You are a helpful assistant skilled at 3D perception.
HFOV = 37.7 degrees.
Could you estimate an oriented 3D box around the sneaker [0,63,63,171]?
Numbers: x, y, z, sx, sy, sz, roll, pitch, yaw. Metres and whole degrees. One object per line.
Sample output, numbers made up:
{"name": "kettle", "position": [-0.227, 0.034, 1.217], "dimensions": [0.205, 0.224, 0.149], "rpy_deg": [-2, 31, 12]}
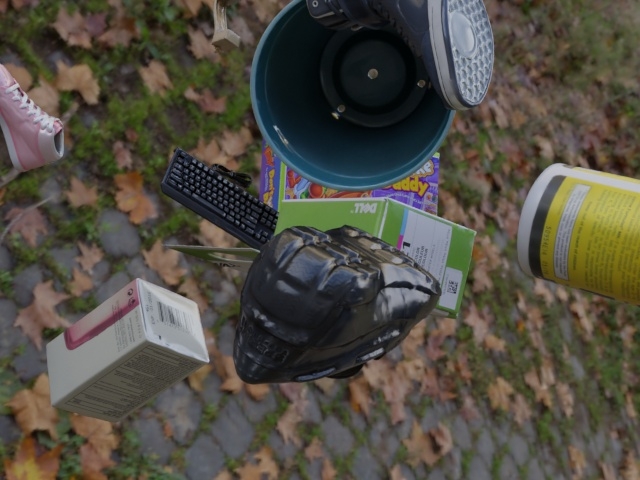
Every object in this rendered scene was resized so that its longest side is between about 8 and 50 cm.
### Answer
{"name": "sneaker", "position": [-0.344, -0.150, 1.108], "dimensions": [0.051, 0.070, 0.134], "rpy_deg": [-73, 151, -66]}

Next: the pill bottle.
{"name": "pill bottle", "position": [0.304, 0.004, 0.887], "dimensions": [0.119, 0.209, 0.119], "rpy_deg": [-28, 126, -47]}

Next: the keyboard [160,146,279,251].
{"name": "keyboard", "position": [-0.130, -0.065, 1.296], "dimensions": [0.180, 0.023, 0.108], "rpy_deg": [33, 45, -22]}

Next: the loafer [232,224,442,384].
{"name": "loafer", "position": [0.011, 0.037, 0.533], "dimensions": [0.076, 0.078, 0.223], "rpy_deg": [34, 11, 17]}

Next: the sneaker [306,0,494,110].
{"name": "sneaker", "position": [0.073, -0.209, 0.911], "dimensions": [0.086, 0.163, 0.226], "rpy_deg": [10, 66, -48]}

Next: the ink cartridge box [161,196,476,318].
{"name": "ink cartridge box", "position": [0.000, 0.000, 0.956], "dimensions": [0.255, 0.189, 0.097], "rpy_deg": [19, 81, -34]}

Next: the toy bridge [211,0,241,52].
{"name": "toy bridge", "position": [-0.114, -0.331, 1.252], "dimensions": [0.026, 0.063, 0.188], "rpy_deg": [31, 66, -38]}

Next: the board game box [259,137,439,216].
{"name": "board game box", "position": [0.056, -0.076, 1.722], "dimensions": [0.347, 0.078, 0.233], "rpy_deg": [9, 78, -31]}

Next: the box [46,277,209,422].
{"name": "box", "position": [-0.326, 0.189, 1.572], "dimensions": [0.149, 0.232, 0.126], "rpy_deg": [30, 34, -47]}

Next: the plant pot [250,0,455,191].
{"name": "plant pot", "position": [0.060, -0.227, 1.331], "dimensions": [0.271, 0.272, 0.255], "rpy_deg": [62, 15, -9]}
